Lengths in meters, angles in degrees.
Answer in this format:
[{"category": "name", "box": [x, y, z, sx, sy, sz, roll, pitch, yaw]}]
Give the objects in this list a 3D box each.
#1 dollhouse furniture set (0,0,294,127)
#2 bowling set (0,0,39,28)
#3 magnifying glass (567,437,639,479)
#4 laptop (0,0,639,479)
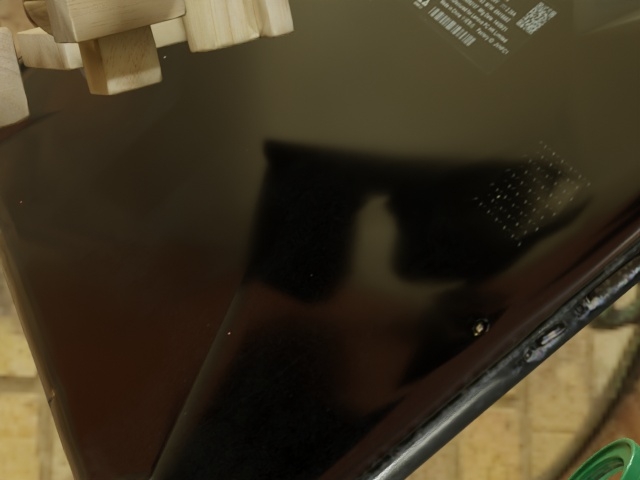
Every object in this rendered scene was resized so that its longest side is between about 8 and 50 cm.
[{"category": "dollhouse furniture set", "box": [-0.099, -0.106, 0.428, 0.144, 0.151, 0.123, 14, 119, 59]}, {"category": "bowling set", "box": [-0.247, -0.141, 0.928, 0.287, 0.200, 0.154, 88, 178, -47]}, {"category": "magnifying glass", "box": [0.132, 0.219, 0.906, 0.231, 0.026, 0.092, -48, 3, -13]}, {"category": "laptop", "box": [0.100, -0.037, 0.598, 0.408, 0.236, 0.382, -41, 35, 3]}]
